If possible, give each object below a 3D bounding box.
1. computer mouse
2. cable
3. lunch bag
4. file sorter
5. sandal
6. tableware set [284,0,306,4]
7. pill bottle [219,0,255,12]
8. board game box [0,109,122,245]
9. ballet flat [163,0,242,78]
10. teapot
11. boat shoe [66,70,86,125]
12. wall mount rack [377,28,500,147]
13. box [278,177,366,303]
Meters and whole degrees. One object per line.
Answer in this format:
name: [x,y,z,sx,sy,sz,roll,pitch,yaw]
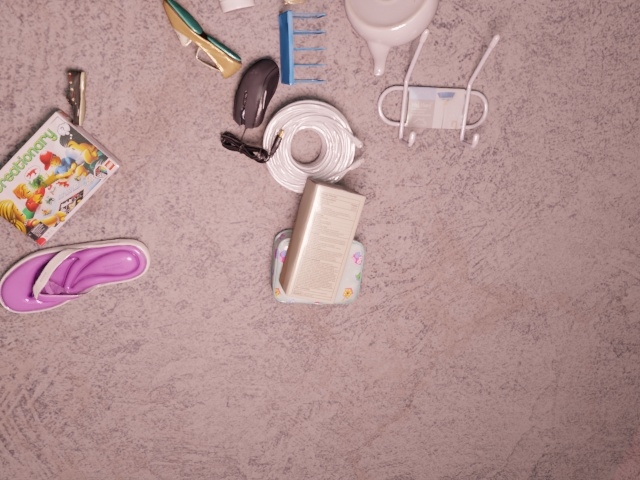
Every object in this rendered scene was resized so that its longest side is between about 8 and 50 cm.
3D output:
computer mouse: [-0.160,-0.333,1.252,0.184,0.060,0.262,33,103,23]
cable: [-0.034,-0.260,1.349,0.257,0.089,0.257,-36,112,2]
lunch bag: [-0.007,0.074,1.466,0.279,0.108,0.224,2,104,-15]
file sorter: [-0.044,-0.491,1.248,0.104,0.118,0.170,-7,111,-15]
sandal: [-0.678,0.094,1.322,0.416,0.102,0.169,-20,113,-5]
tableware set: [-0.059,-0.690,1.223,0.141,0.020,0.169,-29,112,-4]
pill bottle: [-0.221,-0.659,1.143,0.117,0.117,0.215,-16,113,-7]
board game box: [-0.694,-0.157,1.253,0.305,0.053,0.193,-44,112,5]
ballet flat: [-0.305,-0.494,1.210,0.232,0.080,0.073,37,113,-21]
teapot: [0.188,-0.603,1.229,0.256,0.187,0.252,-26,82,17]
boat shoe: [-0.605,-0.352,1.205,0.042,0.049,0.133,2,103,-16]
wall mount rack: [0.347,-0.416,1.356,0.350,0.130,0.304,-1,110,-13]
box: [0.000,0.000,1.323,0.148,0.121,0.311,14,101,-18]
